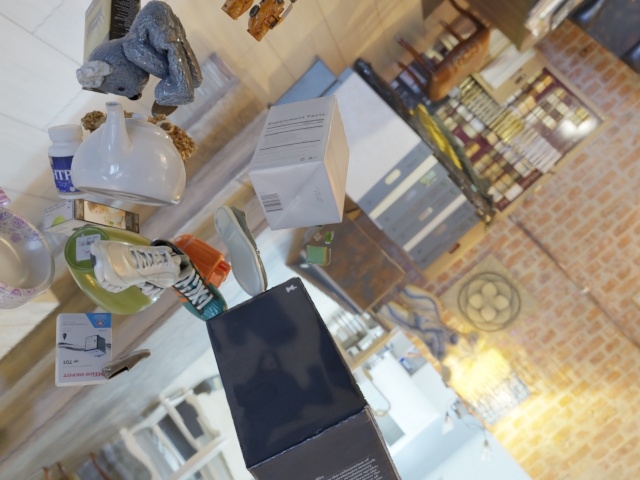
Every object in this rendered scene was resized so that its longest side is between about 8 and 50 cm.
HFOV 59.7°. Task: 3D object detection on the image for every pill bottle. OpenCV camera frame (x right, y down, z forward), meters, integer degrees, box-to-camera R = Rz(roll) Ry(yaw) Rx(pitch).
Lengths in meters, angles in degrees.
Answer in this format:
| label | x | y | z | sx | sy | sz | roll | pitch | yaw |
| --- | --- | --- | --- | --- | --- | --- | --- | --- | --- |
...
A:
| label | x | y | z | sx | sy | sz | roll | pitch | yaw |
| --- | --- | --- | --- | --- | --- | --- | --- | --- | --- |
| pill bottle | -0.673 | -0.215 | 1.510 | 0.112 | 0.112 | 0.186 | -27 | 122 | -45 |

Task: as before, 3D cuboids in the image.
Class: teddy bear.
| label | x | y | z | sx | sy | sz | roll | pitch | yaw |
| --- | --- | --- | --- | --- | --- | --- | --- | --- | --- |
| teddy bear | -0.507 | -0.310 | 1.556 | 0.245 | 0.338 | 0.113 | -2 | 116 | -44 |

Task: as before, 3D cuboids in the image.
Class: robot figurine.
| label | x | y | z | sx | sy | sz | roll | pitch | yaw |
| --- | --- | --- | --- | --- | --- | --- | --- | --- | --- |
| robot figurine | -0.137 | -0.729 | 1.597 | 0.291 | 0.085 | 0.211 | -49 | 137 | 12 |
| robot figurine | -0.391 | 0.062 | 1.745 | 0.158 | 0.220 | 0.128 | -57 | 178 | -21 |

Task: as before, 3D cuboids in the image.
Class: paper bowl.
| label | x | y | z | sx | sy | sz | roll | pitch | yaw |
| --- | --- | --- | --- | --- | --- | --- | --- | --- | --- |
| paper bowl | -0.889 | 0.057 | 1.521 | 0.148 | 0.284 | 0.284 | -31 | 169 | 13 |

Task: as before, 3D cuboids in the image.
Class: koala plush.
| label | x | y | z | sx | sy | sz | roll | pitch | yaw |
| --- | --- | --- | --- | --- | --- | --- | --- | --- | --- |
| koala plush | -0.391 | -0.378 | 1.175 | 0.222 | 0.203 | 0.196 | -14 | -151 | 5 |

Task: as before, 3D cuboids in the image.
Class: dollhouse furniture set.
| label | x | y | z | sx | sy | sz | roll | pitch | yaw |
| --- | --- | --- | --- | --- | --- | --- | --- | --- | --- |
| dollhouse furniture set | 0.000 | 0.000 | 1.739 | 0.076 | 0.151 | 0.058 | 8 | 156 | -14 |

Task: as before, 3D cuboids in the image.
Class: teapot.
| label | x | y | z | sx | sy | sz | roll | pitch | yaw |
| --- | --- | --- | --- | --- | --- | --- | --- | --- | --- |
| teapot | -0.406 | -0.183 | 1.216 | 0.256 | 0.186 | 0.253 | 2 | 172 | 45 |

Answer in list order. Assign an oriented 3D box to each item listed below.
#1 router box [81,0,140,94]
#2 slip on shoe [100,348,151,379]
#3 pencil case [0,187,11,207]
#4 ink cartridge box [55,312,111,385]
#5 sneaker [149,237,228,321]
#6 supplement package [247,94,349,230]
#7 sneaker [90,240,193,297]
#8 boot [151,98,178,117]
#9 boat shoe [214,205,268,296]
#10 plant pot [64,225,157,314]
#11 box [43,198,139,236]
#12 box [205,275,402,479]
| label | x | y | z | sx | sy | sz | roll | pitch | yaw |
| --- | --- | --- | --- | --- | --- | --- | --- | --- | --- |
| router box | -0.591 | -0.575 | 1.567 | 0.081 | 0.242 | 0.309 | 4 | 173 | -35 |
| slip on shoe | -0.526 | 0.338 | 1.524 | 0.136 | 0.041 | 0.051 | -15 | 148 | -32 |
| pencil case | -1.014 | -0.171 | 1.644 | 0.086 | 0.206 | 0.088 | -40 | -169 | -3 |
| ink cartridge box | -0.659 | 0.302 | 1.555 | 0.140 | 0.190 | 0.082 | 3 | 160 | -29 |
| sneaker | -0.378 | 0.116 | 1.564 | 0.108 | 0.302 | 0.121 | -43 | 176 | -9 |
| supplement package | -0.039 | -0.189 | 1.330 | 0.176 | 0.292 | 0.177 | -7 | 130 | 14 |
| sneaker | -0.363 | 0.047 | 1.146 | 0.119 | 0.109 | 0.292 | -19 | 169 | 8 |
| boot | -0.533 | -0.474 | 1.960 | 0.197 | 0.073 | 0.152 | -58 | -166 | -25 |
| boat shoe | -0.215 | 0.026 | 1.660 | 0.099 | 0.319 | 0.116 | 2 | 139 | -46 |
| plant pot | -0.652 | 0.067 | 1.718 | 0.275 | 0.274 | 0.293 | -39 | 163 | -8 |
| box | -0.827 | -0.067 | 2.030 | 0.169 | 0.087 | 0.290 | -15 | 163 | 26 |
| box | -0.036 | 0.441 | 1.446 | 0.298 | 0.479 | 0.471 | -25 | 128 | -6 |
